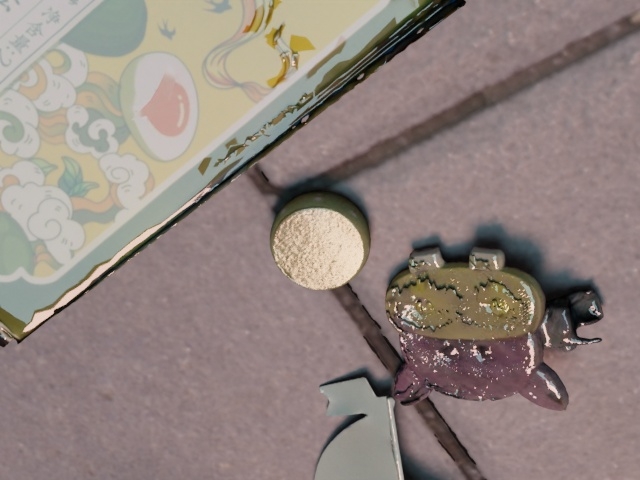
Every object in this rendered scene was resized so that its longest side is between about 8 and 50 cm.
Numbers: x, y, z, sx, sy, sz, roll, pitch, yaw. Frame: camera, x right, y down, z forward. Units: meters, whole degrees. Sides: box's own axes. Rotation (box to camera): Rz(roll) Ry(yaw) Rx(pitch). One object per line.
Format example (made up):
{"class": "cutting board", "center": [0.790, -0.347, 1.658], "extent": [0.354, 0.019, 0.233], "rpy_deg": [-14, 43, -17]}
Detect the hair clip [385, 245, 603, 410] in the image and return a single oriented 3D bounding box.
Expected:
{"class": "hair clip", "center": [0.139, 0.071, 0.995], "extent": [0.187, 0.056, 0.146], "rpy_deg": [-6, 111, 16]}

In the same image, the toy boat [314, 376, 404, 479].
{"class": "toy boat", "center": [0.050, 0.261, 1.097], "extent": [0.220, 0.067, 0.291], "rpy_deg": [1, 114, 34]}

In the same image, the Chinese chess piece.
{"class": "Chinese chess piece", "center": [0.000, 0.000, 0.989], "extent": [0.084, 0.034, 0.084], "rpy_deg": [4, 118, 7]}

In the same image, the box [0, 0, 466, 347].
{"class": "box", "center": [-0.177, -0.192, 0.801], "extent": [0.420, 0.138, 0.373], "rpy_deg": [-37, 107, 11]}
